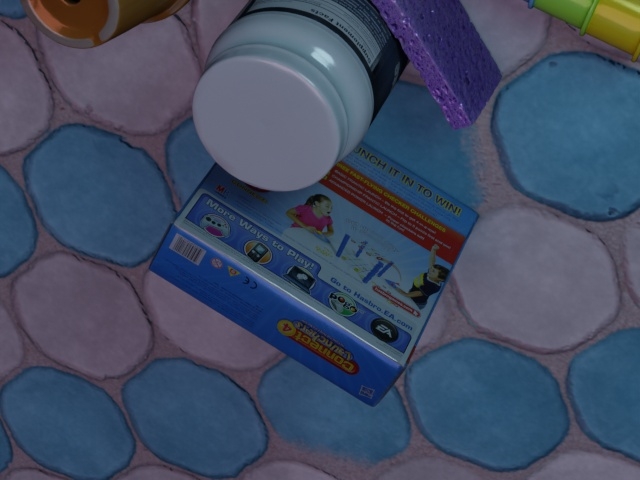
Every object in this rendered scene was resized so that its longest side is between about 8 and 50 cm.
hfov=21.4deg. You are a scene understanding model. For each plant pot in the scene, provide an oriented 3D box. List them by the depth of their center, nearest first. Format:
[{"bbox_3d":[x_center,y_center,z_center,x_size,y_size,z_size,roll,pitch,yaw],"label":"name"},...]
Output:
[{"bbox_3d":[-0.247,-0.318,1.941,0.205,0.188,0.205,12,128,15],"label":"plant pot"}]

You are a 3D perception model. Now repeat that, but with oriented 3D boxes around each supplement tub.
[{"bbox_3d":[-0.013,-0.196,1.873,0.191,0.272,0.191,12,129,16],"label":"supplement tub"}]

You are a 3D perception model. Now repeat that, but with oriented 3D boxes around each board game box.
[{"bbox_3d":[0.000,0.000,1.995,0.308,0.302,0.086,32,131,0],"label":"board game box"}]

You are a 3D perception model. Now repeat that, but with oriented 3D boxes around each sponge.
[{"bbox_3d":[0.126,-0.236,1.884,0.031,0.117,0.210,-18,116,36],"label":"sponge"}]

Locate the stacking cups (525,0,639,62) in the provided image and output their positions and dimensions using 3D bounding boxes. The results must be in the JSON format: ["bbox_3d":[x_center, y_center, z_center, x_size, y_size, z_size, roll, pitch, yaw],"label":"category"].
[{"bbox_3d":[0.213,-0.294,1.814,0.316,0.096,0.096,24,131,6],"label":"stacking cups"}]
